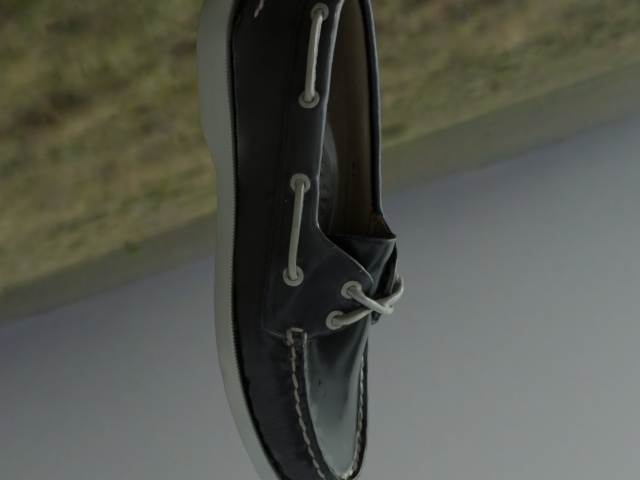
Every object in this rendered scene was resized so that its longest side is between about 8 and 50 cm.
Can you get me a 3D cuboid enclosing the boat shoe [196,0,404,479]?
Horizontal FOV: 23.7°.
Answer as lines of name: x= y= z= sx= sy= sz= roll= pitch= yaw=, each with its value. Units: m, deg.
boat shoe: x=0.000 y=0.000 z=0.356 sx=0.038 sy=0.125 sz=0.046 roll=-6 pitch=178 yaw=25
